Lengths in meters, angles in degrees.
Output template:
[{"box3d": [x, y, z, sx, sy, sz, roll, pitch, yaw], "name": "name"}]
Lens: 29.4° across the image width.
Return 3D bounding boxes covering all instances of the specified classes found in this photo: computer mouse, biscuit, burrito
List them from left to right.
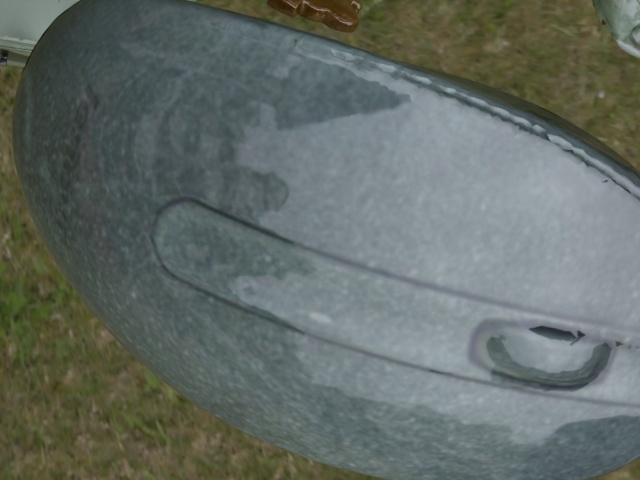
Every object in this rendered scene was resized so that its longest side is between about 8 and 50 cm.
[{"box3d": [-0.005, -0.150, 0.719, 0.082, 0.092, 0.016, 28, 122, 10], "name": "biscuit"}, {"box3d": [-0.002, 0.002, 0.577, 0.374, 0.114, 0.203, 21, 111, 17], "name": "computer mouse"}, {"box3d": [0.257, -0.206, 1.045, 0.044, 0.074, 0.118, -32, 122, -4], "name": "burrito"}]

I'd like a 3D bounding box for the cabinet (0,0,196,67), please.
[{"box3d": [-0.229, -0.220, 1.051, 0.206, 0.145, 0.150, 10, 91, 14], "name": "cabinet"}]
